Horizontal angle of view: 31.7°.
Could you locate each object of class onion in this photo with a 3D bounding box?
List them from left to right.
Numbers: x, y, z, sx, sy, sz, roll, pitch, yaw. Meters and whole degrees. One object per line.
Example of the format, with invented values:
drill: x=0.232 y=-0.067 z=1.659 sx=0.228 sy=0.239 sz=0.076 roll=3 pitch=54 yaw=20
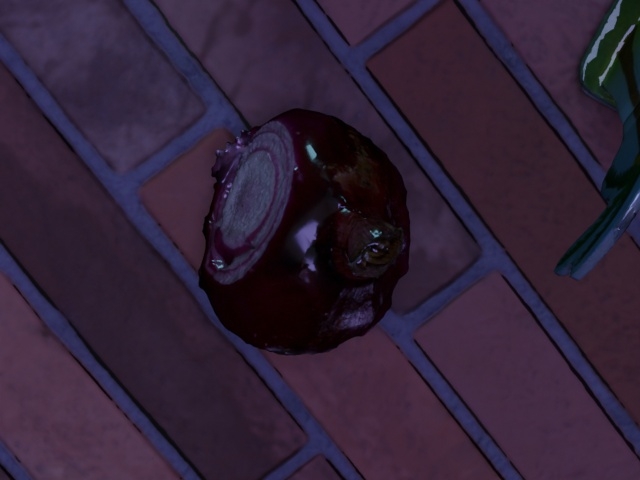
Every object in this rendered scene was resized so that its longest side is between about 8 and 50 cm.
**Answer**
onion: x=0.012 y=0.003 z=0.787 sx=0.135 sy=0.198 sz=0.173 roll=14 pitch=93 yaw=-36

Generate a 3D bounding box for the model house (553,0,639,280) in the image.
model house: x=0.347 y=-0.066 z=0.732 sx=0.300 sy=0.323 sz=0.340 roll=28 pitch=94 yaw=-7
